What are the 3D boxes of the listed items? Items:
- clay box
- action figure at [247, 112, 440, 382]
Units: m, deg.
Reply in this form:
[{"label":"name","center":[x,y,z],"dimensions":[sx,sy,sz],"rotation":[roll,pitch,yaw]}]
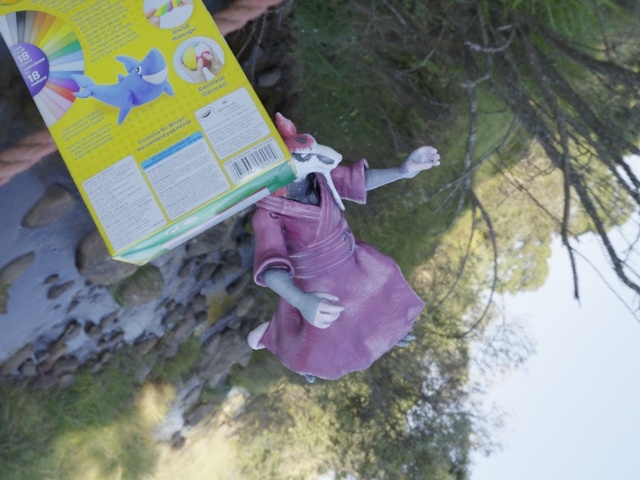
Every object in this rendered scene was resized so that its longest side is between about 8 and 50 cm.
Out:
[{"label":"clay box","center":[-0.123,-0.110,0.363],"dimensions":[0.127,0.222,0.053],"rotation":[-29,170,-1]},{"label":"action figure","center":[0.000,0.000,0.713],"dimensions":[0.248,0.275,0.370],"rotation":[-40,124,-28]}]
